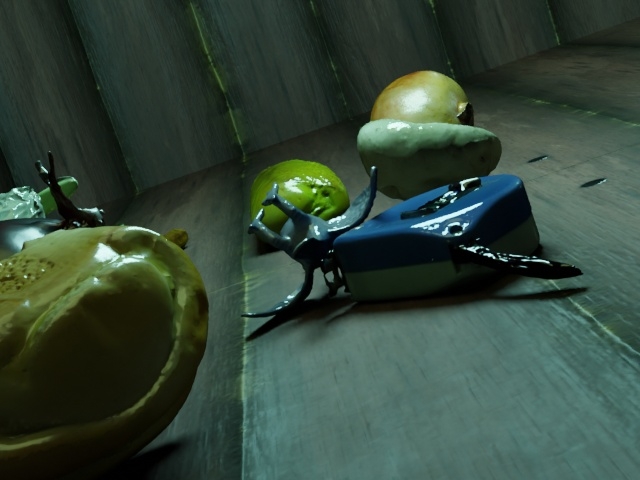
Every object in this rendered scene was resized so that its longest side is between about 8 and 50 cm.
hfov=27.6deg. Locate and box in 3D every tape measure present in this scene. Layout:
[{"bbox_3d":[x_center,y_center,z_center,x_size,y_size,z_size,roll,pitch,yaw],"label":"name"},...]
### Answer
[{"bbox_3d":[0.187,-0.010,1.454,0.351,0.097,0.215,-5,18,47],"label":"tape measure"}]

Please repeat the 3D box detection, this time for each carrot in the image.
[{"bbox_3d":[-0.290,0.019,2.369,0.042,0.042,0.171,-15,13,25],"label":"carrot"}]

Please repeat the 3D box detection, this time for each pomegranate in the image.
[{"bbox_3d":[0.183,-0.204,2.299,0.191,0.191,0.191,-19,10,3],"label":"pomegranate"}]

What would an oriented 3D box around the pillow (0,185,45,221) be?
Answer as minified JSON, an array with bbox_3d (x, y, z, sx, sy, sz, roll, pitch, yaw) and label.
[{"bbox_3d":[-0.486,0.086,1.737,0.284,0.309,0.138,-11,-24,16],"label":"pillow"}]

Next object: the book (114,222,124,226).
[{"bbox_3d":[-0.598,0.055,2.762,0.260,0.043,0.371,-18,8,23],"label":"book"}]

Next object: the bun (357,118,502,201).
[{"bbox_3d":[0.161,-0.114,1.950,0.231,0.133,0.231,5,2,0],"label":"bun"}]

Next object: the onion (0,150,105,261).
[{"bbox_3d":[-0.286,0.055,1.457,0.273,0.285,0.273,22,18,-7],"label":"onion"}]

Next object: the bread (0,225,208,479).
[{"bbox_3d":[-0.241,0.127,1.216,0.316,0.211,0.270,-40,24,-31],"label":"bread"}]

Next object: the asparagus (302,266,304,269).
[{"bbox_3d":[0.027,0.017,1.835,0.114,0.014,0.015,-23,-11,-17],"label":"asparagus"}]

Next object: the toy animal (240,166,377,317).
[{"bbox_3d":[0.000,0.000,1.593,0.239,0.176,0.255,-56,14,10],"label":"toy animal"}]

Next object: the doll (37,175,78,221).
[{"bbox_3d":[-0.403,0.037,1.893,0.214,0.236,0.213,-16,8,2],"label":"doll"}]

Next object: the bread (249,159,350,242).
[{"bbox_3d":[-0.046,-0.081,2.229,0.166,0.112,0.383,-20,9,0],"label":"bread"}]
